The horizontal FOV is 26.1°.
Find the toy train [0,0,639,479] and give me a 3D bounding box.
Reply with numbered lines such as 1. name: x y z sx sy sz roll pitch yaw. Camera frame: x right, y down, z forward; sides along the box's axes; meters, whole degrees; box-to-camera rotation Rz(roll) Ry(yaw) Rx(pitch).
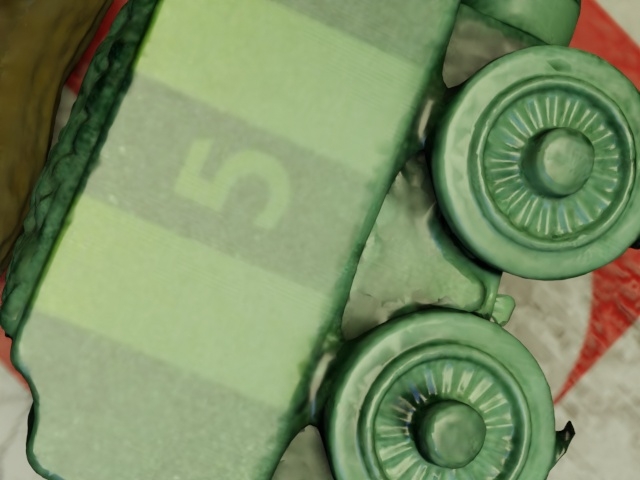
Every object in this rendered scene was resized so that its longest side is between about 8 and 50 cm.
1. toy train: 0.000 0.000 0.587 0.238 0.167 0.299 22 83 -10

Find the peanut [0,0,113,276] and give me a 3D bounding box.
1. peanut: -0.173 -0.066 0.603 0.125 0.111 0.275 21 84 -1
